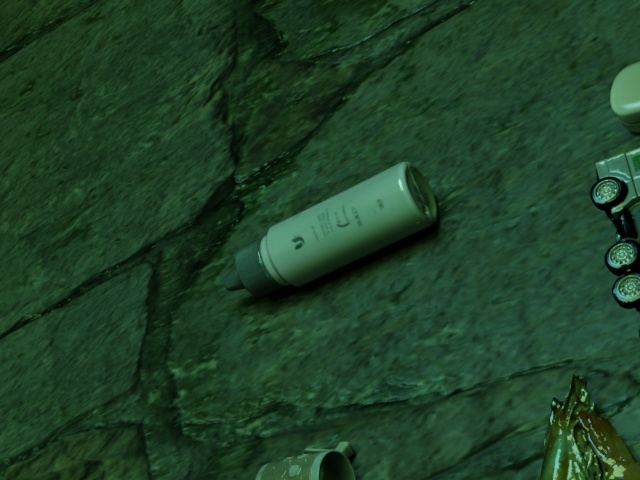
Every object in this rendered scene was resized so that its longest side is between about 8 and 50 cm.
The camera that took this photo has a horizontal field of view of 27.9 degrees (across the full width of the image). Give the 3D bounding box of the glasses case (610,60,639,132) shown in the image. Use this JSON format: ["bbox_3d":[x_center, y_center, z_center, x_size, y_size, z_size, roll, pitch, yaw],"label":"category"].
[{"bbox_3d":[0.427,-0.181,1.470,0.196,0.050,0.083,-13,52,36],"label":"glasses case"}]

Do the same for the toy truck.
[{"bbox_3d":[0.362,0.008,1.330,0.125,0.101,0.242,-23,46,20],"label":"toy truck"}]

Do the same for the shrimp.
[{"bbox_3d":[0.266,0.228,1.267,0.115,0.051,0.217,-16,47,25],"label":"shrimp"}]

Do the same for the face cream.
[{"bbox_3d":[0.000,0.000,1.680,0.311,0.092,0.092,-27,42,26],"label":"face cream"}]

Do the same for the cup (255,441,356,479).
[{"bbox_3d":[-0.017,0.269,1.473,0.099,0.074,0.102,-16,48,34],"label":"cup"}]
